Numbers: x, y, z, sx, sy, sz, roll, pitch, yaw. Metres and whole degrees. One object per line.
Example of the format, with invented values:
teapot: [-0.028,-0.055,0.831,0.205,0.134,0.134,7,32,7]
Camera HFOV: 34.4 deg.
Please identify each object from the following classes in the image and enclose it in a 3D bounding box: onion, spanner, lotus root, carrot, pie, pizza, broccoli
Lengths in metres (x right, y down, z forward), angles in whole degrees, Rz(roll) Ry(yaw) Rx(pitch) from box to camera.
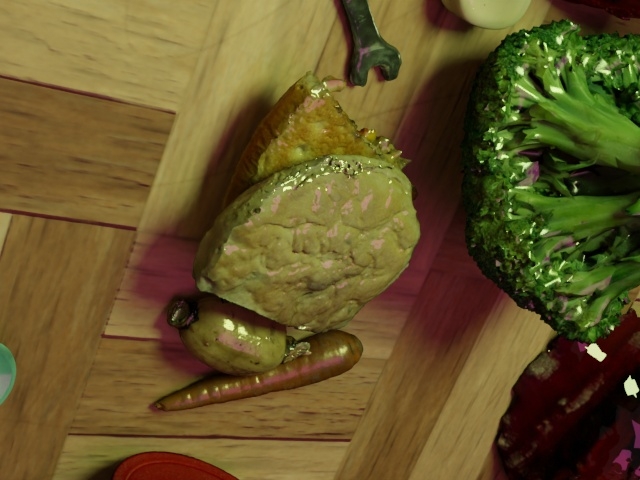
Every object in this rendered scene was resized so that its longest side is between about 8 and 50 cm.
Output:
onion: [0.361,0.246,1.256,0.280,0.146,0.314,33,104,-25]
spanner: [0.018,-0.232,0.859,0.054,0.015,0.254,-31,129,-10]
lotus root: [-0.074,0.094,0.978,0.152,0.063,0.072,17,99,-28]
carrot: [-0.060,0.135,1.029,0.216,0.048,0.048,-16,126,-14]
pie: [0.001,0.002,0.907,0.185,0.052,0.218,-44,138,19]
pizza: [0.008,-0.063,0.932,0.199,0.062,0.188,9,127,-39]
broccoli: [0.256,-0.064,0.950,0.308,0.275,0.308,-1,92,-27]

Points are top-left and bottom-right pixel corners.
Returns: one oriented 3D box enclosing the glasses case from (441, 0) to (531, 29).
glasses case: [0.165,-0.281,0.891,0.083,0.050,0.196,0,118,-33]

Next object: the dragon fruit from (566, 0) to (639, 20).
dragon fruit: [0.300,-0.254,0.912,0.122,0.192,0.092,62,48,-79]

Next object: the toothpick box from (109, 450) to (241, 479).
toothpick box: [-0.185,0.401,1.015,0.204,0.204,0.333,19,109,-37]

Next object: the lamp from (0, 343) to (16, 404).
lamp: [-0.380,0.158,0.784,0.284,0.147,0.209,-38,133,-4]
